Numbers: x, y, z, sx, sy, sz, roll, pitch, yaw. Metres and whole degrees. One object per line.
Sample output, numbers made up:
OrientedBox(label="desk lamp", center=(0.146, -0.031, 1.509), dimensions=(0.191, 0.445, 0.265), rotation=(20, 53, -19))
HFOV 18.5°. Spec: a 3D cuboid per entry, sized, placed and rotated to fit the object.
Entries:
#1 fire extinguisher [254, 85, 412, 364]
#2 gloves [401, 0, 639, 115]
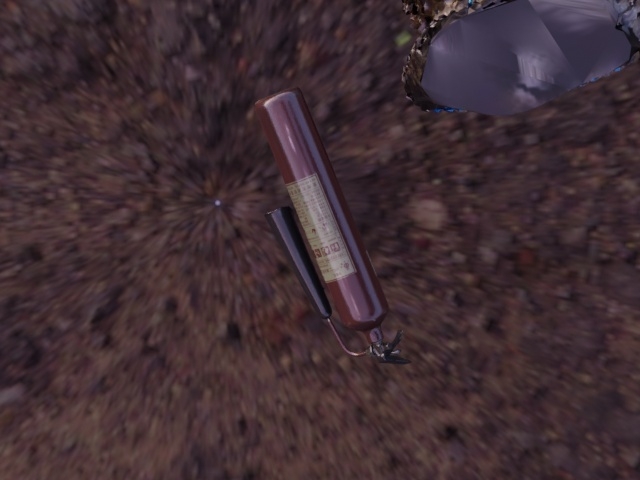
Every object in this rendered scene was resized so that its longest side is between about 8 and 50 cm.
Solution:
OrientedBox(label="fire extinguisher", center=(0.000, 0.000, 1.111), dimensions=(0.049, 0.035, 0.173), rotation=(-23, 94, -1))
OrientedBox(label="gloves", center=(0.133, -0.211, 1.455), dimensions=(0.135, 0.312, 0.210), rotation=(32, 130, -29))
